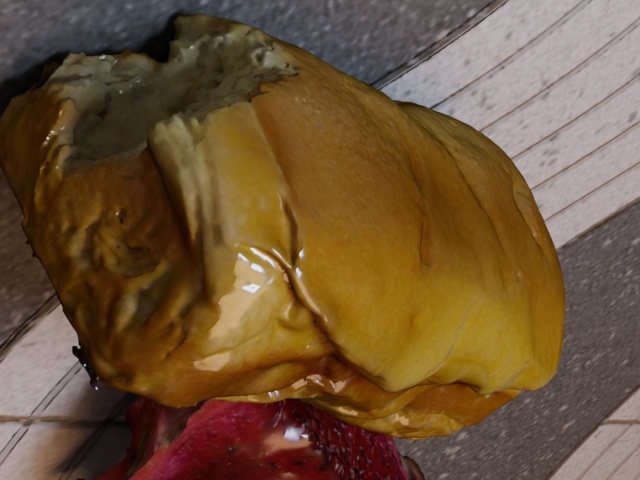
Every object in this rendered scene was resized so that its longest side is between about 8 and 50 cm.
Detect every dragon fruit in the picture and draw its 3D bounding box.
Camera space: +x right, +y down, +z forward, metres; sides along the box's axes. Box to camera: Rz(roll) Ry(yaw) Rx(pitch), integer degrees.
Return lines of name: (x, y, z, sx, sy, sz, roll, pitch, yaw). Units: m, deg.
dragon fruit: (-0.068, 0.140, 1.038, 0.211, 0.134, 0.262, -27, 137, 8)

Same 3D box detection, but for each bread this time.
bread: (0.006, -0.001, 0.826, 0.149, 0.195, 0.344, -39, 154, 18)
